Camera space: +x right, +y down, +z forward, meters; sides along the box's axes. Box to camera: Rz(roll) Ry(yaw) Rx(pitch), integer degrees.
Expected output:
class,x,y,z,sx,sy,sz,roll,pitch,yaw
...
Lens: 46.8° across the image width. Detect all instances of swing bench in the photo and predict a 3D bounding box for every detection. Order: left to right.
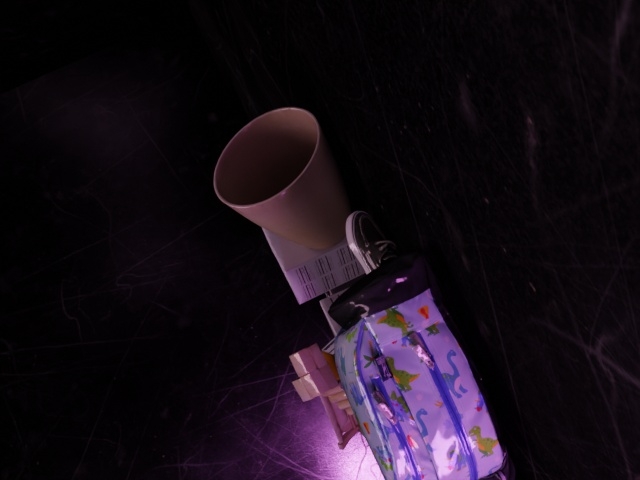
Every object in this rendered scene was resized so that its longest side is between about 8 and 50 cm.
class,x,y,z,sx,sy,sz,roll,pitch,yaw
swing bench,0.146,0.434,1.888,0.255,0.165,0.253,14,134,42

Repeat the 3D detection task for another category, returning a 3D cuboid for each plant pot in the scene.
class,x,y,z,sx,sy,sz,roll,pitch,yaw
plant pot,-0.046,-0.103,1.601,0.274,0.256,0.256,47,-171,-44

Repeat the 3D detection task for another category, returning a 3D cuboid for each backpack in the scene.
class,x,y,z,sx,sy,sz,roll,pitch,yaw
backpack,0.148,0.228,1.175,0.355,0.273,0.290,52,168,0

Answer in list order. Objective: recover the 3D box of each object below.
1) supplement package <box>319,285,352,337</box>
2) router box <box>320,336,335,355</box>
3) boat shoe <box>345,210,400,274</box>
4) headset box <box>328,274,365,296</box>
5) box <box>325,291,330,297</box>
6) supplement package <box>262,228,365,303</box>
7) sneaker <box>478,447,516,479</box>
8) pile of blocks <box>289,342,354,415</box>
class,x,y,z,sx,sy,sz,roll,pitch,yaw
supplement package,0.128,0.241,1.498,0.204,0.145,0.261,-121,7,-62
router box,0.160,0.444,2.241,0.309,0.081,0.243,37,-166,-38
boat shoe,0.118,0.033,1.384,0.070,0.078,0.219,-44,63,48
headset box,0.117,0.221,2.053,0.218,0.110,0.293,62,175,22
box,0.142,0.345,2.529,0.318,0.097,0.395,-119,6,-49
supplement package,-0.012,0.008,1.796,0.149,0.203,0.194,71,172,-52
sneaker,0.282,0.400,1.320,0.153,0.101,0.268,67,169,-17
pile of blocks,0.101,0.273,1.348,0.362,0.149,0.112,29,151,-13
